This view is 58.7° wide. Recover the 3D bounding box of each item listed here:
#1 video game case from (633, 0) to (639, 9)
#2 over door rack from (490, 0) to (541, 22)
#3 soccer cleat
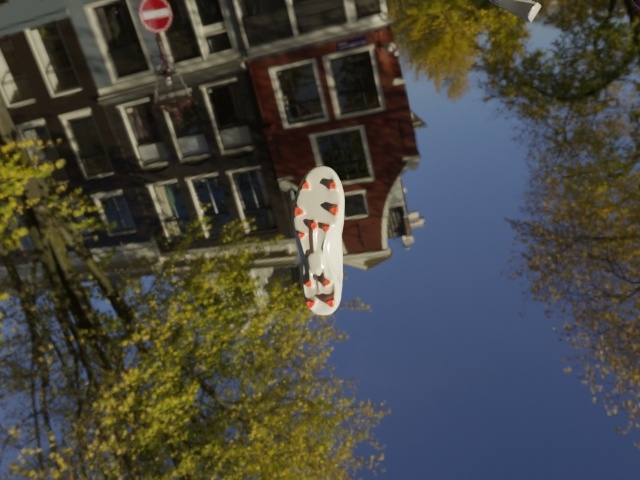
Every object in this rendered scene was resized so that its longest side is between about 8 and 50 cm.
[{"bbox_3d":[0.406,-0.392,0.656,0.210,0.232,0.042,-32,173,-5],"label":"video game case"},{"bbox_3d":[0.166,-0.364,0.505,0.324,0.239,0.108,0,-142,-51],"label":"over door rack"},{"bbox_3d":[0.000,0.000,0.752,0.068,0.196,0.076,0,-172,8],"label":"soccer cleat"}]
